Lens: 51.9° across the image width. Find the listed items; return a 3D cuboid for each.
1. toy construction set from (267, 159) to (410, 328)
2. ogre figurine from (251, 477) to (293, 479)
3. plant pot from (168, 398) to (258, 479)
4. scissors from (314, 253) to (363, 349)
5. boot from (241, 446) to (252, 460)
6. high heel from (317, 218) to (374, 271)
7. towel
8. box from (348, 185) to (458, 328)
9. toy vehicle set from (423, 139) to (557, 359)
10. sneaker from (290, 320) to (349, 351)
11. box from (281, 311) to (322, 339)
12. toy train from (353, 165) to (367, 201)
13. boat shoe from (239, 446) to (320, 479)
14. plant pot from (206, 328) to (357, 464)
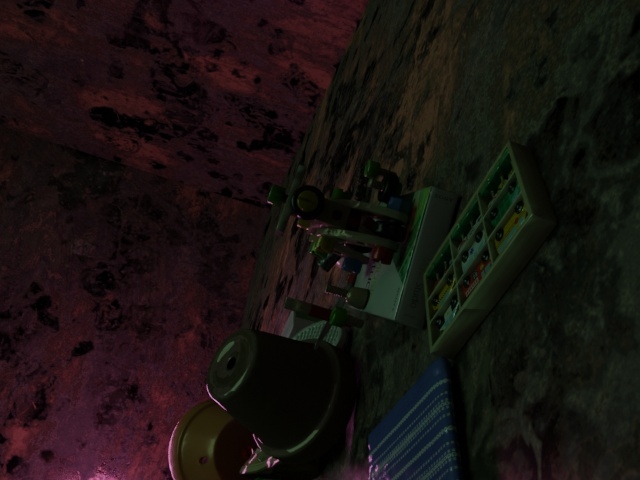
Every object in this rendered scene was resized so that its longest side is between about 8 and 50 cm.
[{"bbox_3d":[0.000,0.000,1.197,0.257,0.237,0.308,-106,34,-72],"label":"toy construction set"},{"bbox_3d":[-0.084,0.573,1.403,0.097,0.197,0.118,29,-122,-57],"label":"ogre figurine"},{"bbox_3d":[-0.243,0.577,1.798,0.203,0.291,0.290,-25,46,54],"label":"plant pot"},{"bbox_3d":[0.064,0.102,1.370,0.109,0.021,0.297,48,-120,-58],"label":"scissors"},{"bbox_3d":[-0.232,0.673,2.040,0.283,0.109,0.220,-40,-57,-74],"label":"boot"},{"bbox_3d":[0.080,-0.019,1.647,0.186,0.093,0.261,-47,3,12],"label":"high heel"},{"bbox_3d":[0.128,0.349,0.866,0.336,0.040,0.243,-87,20,-47],"label":"towel"},{"bbox_3d":[0.142,0.032,1.215,0.322,0.058,0.232,171,116,-78],"label":"box"},{"bbox_3d":[0.219,0.016,0.901,0.166,0.035,0.267,-85,17,-51],"label":"toy vehicle set"},{"bbox_3d":[-0.031,0.300,1.549,0.321,0.127,0.126,-37,35,29],"label":"sneaker"},{"bbox_3d":[-0.041,0.243,1.690,0.087,0.101,0.102,-91,21,-58],"label":"box"},{"bbox_3d":[0.105,-0.128,1.751,0.036,0.027,0.158,104,178,-66],"label":"toy train"},{"bbox_3d":[-0.083,0.493,1.506,0.341,0.122,0.110,-41,28,52],"label":"boat shoe"},{"bbox_3d":[-0.096,0.287,1.319,0.263,0.229,0.263,-33,37,30],"label":"plant pot"}]
